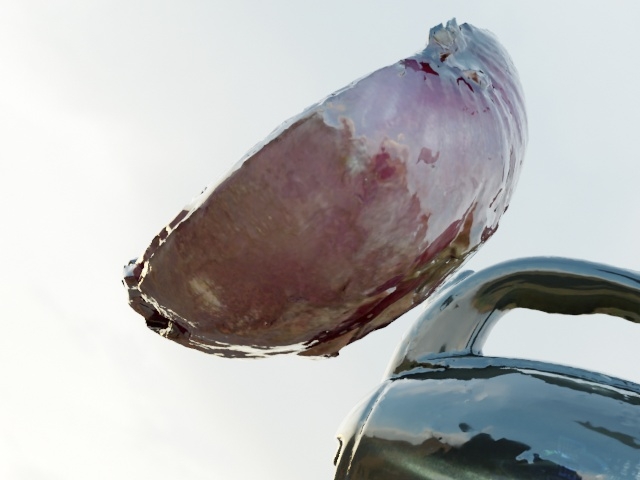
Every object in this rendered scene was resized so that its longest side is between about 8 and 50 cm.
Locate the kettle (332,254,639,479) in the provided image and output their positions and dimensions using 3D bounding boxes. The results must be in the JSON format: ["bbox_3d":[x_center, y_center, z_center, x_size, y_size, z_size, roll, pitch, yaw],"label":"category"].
[{"bbox_3d":[0.171,0.164,0.935,0.324,0.321,0.228,17,-13,20],"label":"kettle"}]

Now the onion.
[{"bbox_3d":[0.000,0.000,0.716,0.283,0.227,0.120,-33,-94,41],"label":"onion"}]
